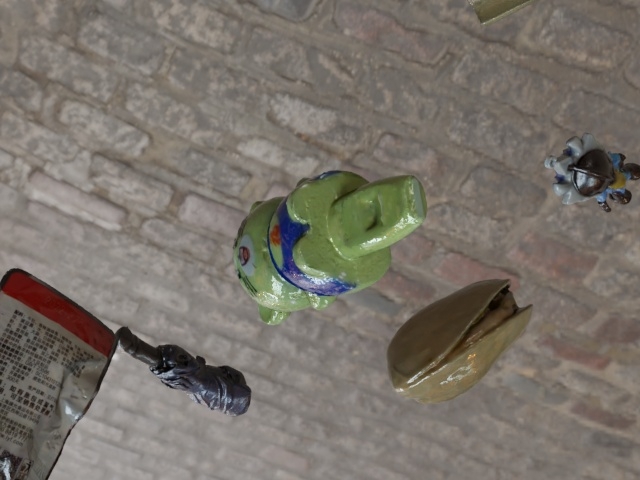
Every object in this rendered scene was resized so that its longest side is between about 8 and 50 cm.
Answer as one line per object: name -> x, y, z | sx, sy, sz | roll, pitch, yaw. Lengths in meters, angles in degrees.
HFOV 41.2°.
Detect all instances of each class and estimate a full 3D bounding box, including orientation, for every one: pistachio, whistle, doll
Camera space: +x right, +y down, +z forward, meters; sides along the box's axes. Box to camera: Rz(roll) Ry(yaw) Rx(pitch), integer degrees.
pistachio -> 0.189, 0.137, 1.172 | 0.226, 0.136, 0.135 | -35, 130, -6
whistle -> 0.000, 0.000, 0.635 | 0.085, 0.105, 0.227 | -1, 168, -32
doll -> 0.359, -0.089, 1.130 | 0.195, 0.095, 0.070 | 9, -169, -40

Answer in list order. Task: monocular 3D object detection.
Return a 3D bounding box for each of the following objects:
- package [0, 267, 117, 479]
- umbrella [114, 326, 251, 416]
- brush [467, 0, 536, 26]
package -> -0.296, 0.163, 0.835 | 0.030, 0.239, 0.154 | -1, 146, 41
umbrella -> -0.187, 0.173, 1.159 | 0.071, 0.070, 0.248 | -21, 137, 35
brush -> 0.213, -0.226, 0.643 | 0.248, 0.036, 0.043 | -18, 105, 49
